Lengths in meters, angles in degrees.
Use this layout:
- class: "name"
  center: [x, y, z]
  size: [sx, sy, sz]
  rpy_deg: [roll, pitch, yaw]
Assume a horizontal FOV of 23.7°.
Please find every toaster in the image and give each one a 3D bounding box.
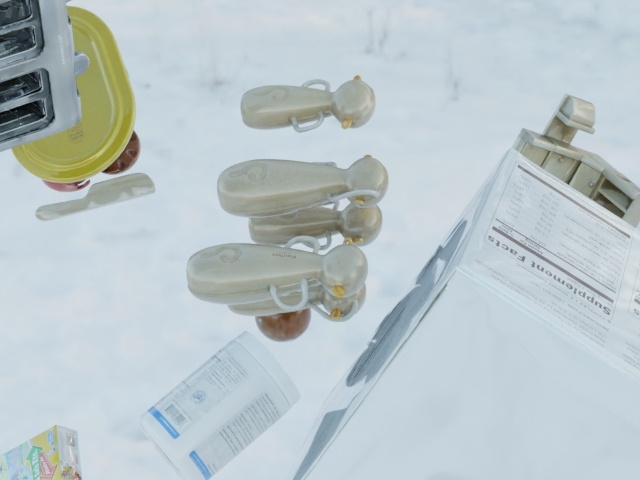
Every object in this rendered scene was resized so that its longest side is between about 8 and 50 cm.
- class: "toaster"
  center: [-0.282, -0.161, 1.201]
  size: [0.185, 0.168, 0.110]
  rpy_deg: [-21, 50, -21]

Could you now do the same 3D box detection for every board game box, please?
- class: "board game box"
  center: [-0.242, 0.246, 1.278]
  size: [0.103, 0.026, 0.154]
  rpy_deg: [-30, 54, 27]

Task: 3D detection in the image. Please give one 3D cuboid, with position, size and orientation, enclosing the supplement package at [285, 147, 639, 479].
- class: "supplement package"
  center: [0.123, 0.118, 0.968]
  size: [0.204, 0.262, 0.145]
  rpy_deg: [32, 37, -1]

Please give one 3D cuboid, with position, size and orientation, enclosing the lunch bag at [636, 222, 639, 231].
- class: "lunch bag"
  center: [0.208, 0.039, 1.219]
  size: [0.128, 0.151, 0.096]
  rpy_deg: [7, 15, -19]

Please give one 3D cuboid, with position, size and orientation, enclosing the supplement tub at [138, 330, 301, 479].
- class: "supplement tub"
  center: [-0.076, 0.127, 1.138]
  size: [0.107, 0.071, 0.071]
  rpy_deg: [-39, 32, -13]

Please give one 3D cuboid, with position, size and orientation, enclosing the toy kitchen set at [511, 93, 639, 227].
- class: "toy kitchen set"
  center: [0.196, -0.059, 1.118]
  size: [0.083, 0.068, 0.075]
  rpy_deg: [14, 22, -36]

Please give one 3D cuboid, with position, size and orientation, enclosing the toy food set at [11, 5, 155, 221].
- class: "toy food set"
  center: [-0.226, -0.112, 1.433]
  size: [0.128, 0.218, 0.071]
  rpy_deg: [-21, -20, 7]

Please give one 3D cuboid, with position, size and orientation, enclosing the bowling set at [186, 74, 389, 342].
- class: "bowling set"
  center: [0.000, 0.000, 1.373]
  size: [0.154, 0.200, 0.287]
  rpy_deg: [-2, 47, 16]
